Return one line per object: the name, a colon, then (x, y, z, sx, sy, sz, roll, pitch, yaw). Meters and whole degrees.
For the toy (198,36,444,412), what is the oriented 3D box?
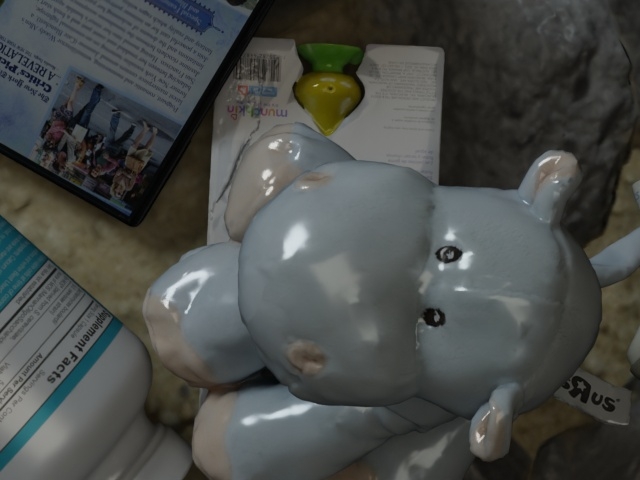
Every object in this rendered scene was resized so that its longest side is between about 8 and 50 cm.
toy: (0.000, 0.000, 1.042, 0.136, 0.056, 0.237, 3, 90, -4)

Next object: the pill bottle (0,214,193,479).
pill bottle: (-0.197, 0.068, 0.976, 0.264, 0.146, 0.146, 43, 87, -7)

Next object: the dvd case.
dvd case: (-0.123, -0.149, 0.988, 0.180, 0.022, 0.253, 30, 113, -8)

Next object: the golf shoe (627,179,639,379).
golf shoe: (0.223, 0.001, 1.075, 0.086, 0.069, 0.176, 30, 85, 13)

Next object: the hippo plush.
hippo plush: (0.051, 0.064, 0.899, 0.294, 0.236, 0.234, 14, 89, -5)
